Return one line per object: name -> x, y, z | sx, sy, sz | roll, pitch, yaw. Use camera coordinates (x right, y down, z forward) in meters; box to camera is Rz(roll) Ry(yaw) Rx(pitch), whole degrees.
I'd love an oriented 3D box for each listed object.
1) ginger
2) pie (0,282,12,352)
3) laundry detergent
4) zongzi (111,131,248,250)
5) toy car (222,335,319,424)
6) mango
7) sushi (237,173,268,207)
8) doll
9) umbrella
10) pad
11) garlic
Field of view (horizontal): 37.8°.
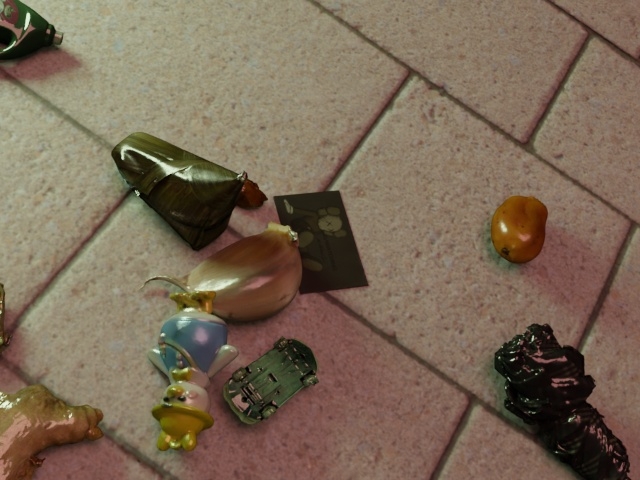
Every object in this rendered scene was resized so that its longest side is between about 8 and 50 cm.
ginger -> -0.414, 0.265, 1.292 | 0.213, 0.074, 0.137 | -33, 87, -26
pie -> -0.582, 0.102, 1.323 | 0.282, 0.068, 0.128 | 5, 63, -21
laundry detergent -> -0.546, -0.361, 1.580 | 0.211, 0.063, 0.137 | 15, 62, -14
zongzi -> -0.223, -0.111, 1.453 | 0.221, 0.242, 0.112 | 40, 64, 1
toy car -> -0.074, 0.218, 1.441 | 0.093, 0.058, 0.186 | 50, 41, 8
mango -> 0.360, -0.023, 1.706 | 0.105, 0.084, 0.159 | 33, 36, -1
sushi -> -0.135, -0.088, 1.588 | 0.099, 0.050, 0.047 | 33, 51, -12
doll -> -0.194, 0.194, 1.383 | 0.135, 0.099, 0.241 | 8, 65, -6
umbrella -> 0.425, 0.290, 1.548 | 0.336, 0.128, 0.154 | 46, 74, 1
pad -> 0.000, 0.000, 1.613 | 0.127, 0.004, 0.190 | -7, 67, -22
garlic -> -0.138, 0.069, 1.482 | 0.266, 0.148, 0.128 | -17, 107, -30
